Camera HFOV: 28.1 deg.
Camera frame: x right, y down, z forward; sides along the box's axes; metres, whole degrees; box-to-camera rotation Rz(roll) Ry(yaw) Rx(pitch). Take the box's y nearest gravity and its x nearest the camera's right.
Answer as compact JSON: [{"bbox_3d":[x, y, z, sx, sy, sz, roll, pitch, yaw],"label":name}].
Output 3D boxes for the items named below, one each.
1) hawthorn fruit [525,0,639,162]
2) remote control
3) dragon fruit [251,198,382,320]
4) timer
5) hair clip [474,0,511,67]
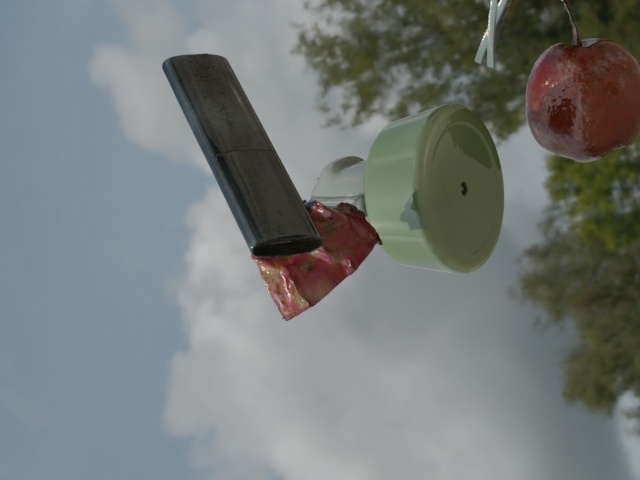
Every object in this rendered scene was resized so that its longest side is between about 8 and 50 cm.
[{"bbox_3d":[0.488,-0.263,2.357,0.235,0.231,0.263,40,177,42],"label":"hawthorn fruit"},{"bbox_3d":[-0.113,-0.124,1.765,0.107,0.044,0.377,-9,-130,-25],"label":"remote control"},{"bbox_3d":[-0.001,-0.011,1.913,0.126,0.161,0.274,59,-160,-15],"label":"dragon fruit"},{"bbox_3d":[0.124,-0.081,2.253,0.291,0.315,0.290,6,-97,-52],"label":"timer"},{"bbox_3d":[0.233,-0.284,1.681,0.039,0.030,0.115,-21,-48,-48],"label":"hair clip"}]
